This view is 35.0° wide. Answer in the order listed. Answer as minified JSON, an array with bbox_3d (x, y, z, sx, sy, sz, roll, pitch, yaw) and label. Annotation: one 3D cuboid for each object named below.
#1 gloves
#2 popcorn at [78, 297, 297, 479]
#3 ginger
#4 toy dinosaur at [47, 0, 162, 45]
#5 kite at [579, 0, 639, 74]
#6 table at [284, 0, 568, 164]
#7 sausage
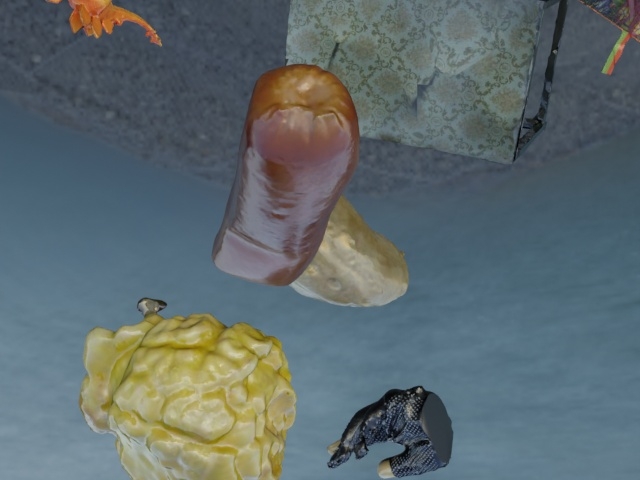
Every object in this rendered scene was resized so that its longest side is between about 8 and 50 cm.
[{"bbox_3d":[0.087,0.269,1.417,0.180,0.106,0.129,-10,151,33],"label":"gloves"},{"bbox_3d":[-0.102,0.130,0.795,0.180,0.170,0.180,-14,149,-8],"label":"popcorn"},{"bbox_3d":[0.000,0.000,1.365,0.267,0.152,0.138,42,109,-9],"label":"ginger"},{"bbox_3d":[-0.295,-0.318,1.284,0.070,0.117,0.288,-4,143,26],"label":"toy dinosaur"},{"bbox_3d":[0.409,-0.283,1.305,0.190,0.010,0.159,35,110,-3],"label":"kite"},{"bbox_3d":[0.155,-0.268,1.447,0.335,0.222,0.272,13,-160,18],"label":"table"},{"bbox_3d":[-0.031,-0.040,0.815,0.089,0.083,0.300,7,155,-9],"label":"sausage"}]
